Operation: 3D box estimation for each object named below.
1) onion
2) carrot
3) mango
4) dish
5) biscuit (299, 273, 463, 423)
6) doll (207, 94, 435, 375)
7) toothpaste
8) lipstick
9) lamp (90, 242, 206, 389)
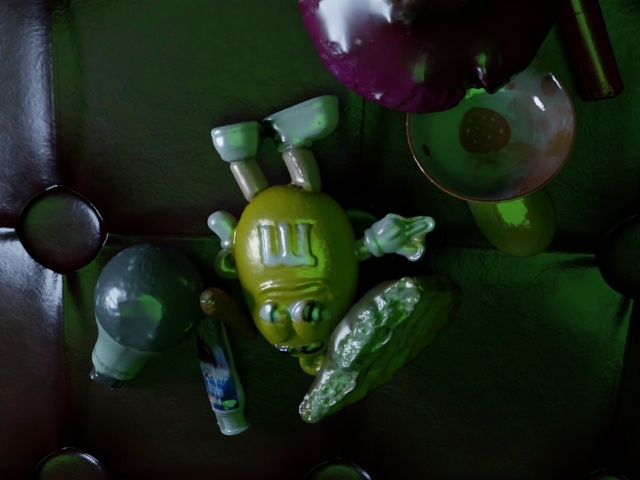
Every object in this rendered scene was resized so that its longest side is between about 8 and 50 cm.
[{"bbox_3d":[0.160,-0.372,1.262,0.398,0.420,0.399,0,95,0],"label":"onion"},{"bbox_3d":[-0.146,0.129,1.564,0.048,0.048,0.216,-25,151,8],"label":"carrot"},{"bbox_3d":[0.308,-0.059,1.542,0.194,0.092,0.130,41,106,-3],"label":"mango"},{"bbox_3d":[0.267,-0.171,1.476,0.260,0.085,0.260,-2,75,7],"label":"dish"},{"bbox_3d":[0.090,0.172,1.512,0.335,0.329,0.078,-39,66,-4],"label":"biscuit"},{"bbox_3d":[-0.028,-0.025,1.513,0.348,0.161,0.423,-40,89,19],"label":"doll"},{"bbox_3d":[-0.180,0.214,1.636,0.061,0.096,0.266,-26,115,-35],"label":"toothpaste"},{"bbox_3d":[0.402,-0.353,1.452,0.073,0.073,0.280,-20,108,6],"label":"lipstick"},{"bbox_3d":[-0.326,0.134,1.565,0.182,0.182,0.314,43,115,-13],"label":"lamp"}]
